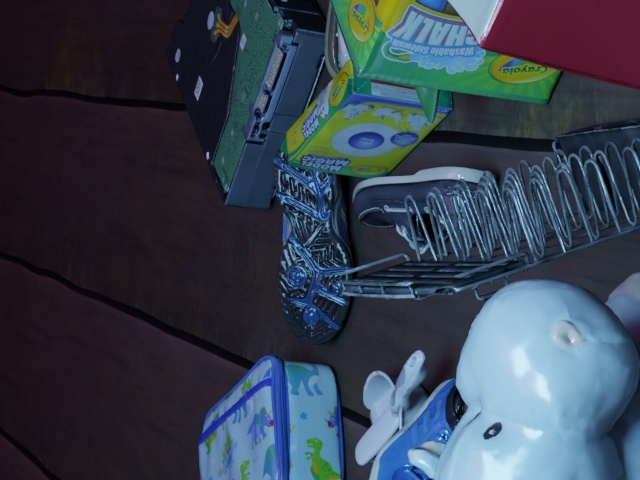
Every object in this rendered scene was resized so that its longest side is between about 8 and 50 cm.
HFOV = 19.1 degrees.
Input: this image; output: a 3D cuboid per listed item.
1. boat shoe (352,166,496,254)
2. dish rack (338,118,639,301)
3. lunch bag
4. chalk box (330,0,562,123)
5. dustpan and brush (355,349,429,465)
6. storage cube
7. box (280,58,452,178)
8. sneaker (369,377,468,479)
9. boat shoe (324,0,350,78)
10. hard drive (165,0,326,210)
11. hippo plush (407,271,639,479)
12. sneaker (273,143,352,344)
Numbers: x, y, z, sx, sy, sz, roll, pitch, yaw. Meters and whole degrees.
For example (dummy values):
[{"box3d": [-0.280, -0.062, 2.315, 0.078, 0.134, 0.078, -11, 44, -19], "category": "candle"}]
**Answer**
[{"box3d": [0.085, -0.022, 1.705, 0.206, 0.075, 0.065, -12, 70, 61], "category": "boat shoe"}, {"box3d": [0.146, -0.021, 1.335, 0.208, 0.271, 0.074, -5, 102, 67], "category": "dish rack"}, {"box3d": [-0.056, 0.223, 1.959, 0.219, 0.090, 0.176, 136, 138, -55], "category": "lunch bag"}, {"box3d": [0.114, -0.234, 1.557, 0.180, 0.179, 0.289, -109, 34, -46], "category": "chalk box"}, {"box3d": [0.070, 0.160, 1.706, 0.211, 0.060, 0.147, 123, 146, -47], "category": "dustpan and brush"}, {"box3d": [0.196, -0.232, 1.326, 0.215, 0.193, 0.183, -68, 27, 24], "category": "storage cube"}, {"box3d": [0.039, -0.107, 1.798, 0.179, 0.105, 0.043, 136, 136, -58], "category": "box"}, {"box3d": [0.102, 0.168, 1.570, 0.152, 0.058, 0.084, -49, 11, -29], "category": "sneaker"}, {"box3d": [0.064, -0.292, 1.797, 0.103, 0.113, 0.302, -168, 74, -66], "category": "boat shoe"}, {"box3d": [-0.088, -0.224, 2.186, 0.339, 0.064, 0.237, -114, 37, -52], "category": "hard drive"}, {"box3d": [0.173, 0.129, 1.244, 0.234, 0.236, 0.294, -151, 70, -65], "category": "hippo plush"}, {"box3d": [0.000, 0.000, 1.925, 0.081, 0.080, 0.211, -10, -80, -76], "category": "sneaker"}]
